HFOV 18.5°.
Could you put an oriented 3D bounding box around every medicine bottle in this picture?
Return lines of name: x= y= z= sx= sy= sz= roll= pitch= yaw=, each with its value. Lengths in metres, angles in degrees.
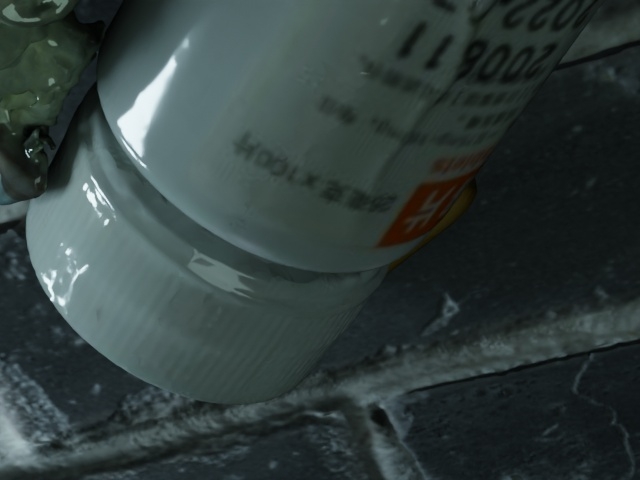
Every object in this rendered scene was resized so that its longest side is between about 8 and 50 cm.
medicine bottle: x=0.003 y=-0.100 z=1.030 sx=0.211 sy=0.211 sz=0.371 roll=20 pitch=128 yaw=-19

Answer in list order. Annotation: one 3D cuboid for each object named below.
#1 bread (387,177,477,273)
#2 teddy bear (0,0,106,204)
bread: x=0.000 y=0.000 z=1.244 sx=0.092 sy=0.074 sz=0.239 roll=45 pitch=122 yaw=-10
teddy bear: x=-0.242 y=-0.163 z=0.921 sx=0.327 sy=0.375 sz=0.362 roll=34 pitch=116 yaw=19
